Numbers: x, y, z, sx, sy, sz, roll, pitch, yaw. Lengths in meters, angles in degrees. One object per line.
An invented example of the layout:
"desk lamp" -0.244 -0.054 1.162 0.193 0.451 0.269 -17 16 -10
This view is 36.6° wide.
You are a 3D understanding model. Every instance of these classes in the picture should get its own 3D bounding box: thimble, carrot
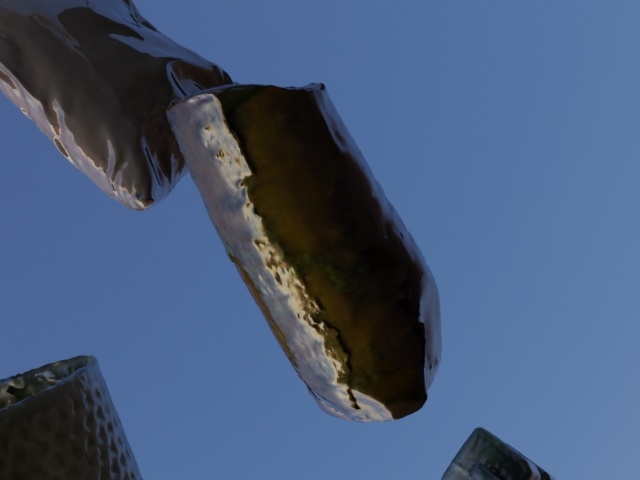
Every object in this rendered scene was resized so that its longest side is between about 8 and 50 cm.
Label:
"thimble" -0.307 0.223 0.921 0.271 0.271 0.150 -23 -84 -38
"carrot" 0.000 0.000 0.438 0.082 0.082 0.173 -36 -69 -31

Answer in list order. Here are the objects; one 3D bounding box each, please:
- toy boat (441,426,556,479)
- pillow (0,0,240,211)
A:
"toy boat" 0.214 0.224 0.558 0.092 0.320 0.141 -55 -32 -3
"pillow" -0.166 -0.135 0.626 0.067 0.270 0.173 -53 -6 33
